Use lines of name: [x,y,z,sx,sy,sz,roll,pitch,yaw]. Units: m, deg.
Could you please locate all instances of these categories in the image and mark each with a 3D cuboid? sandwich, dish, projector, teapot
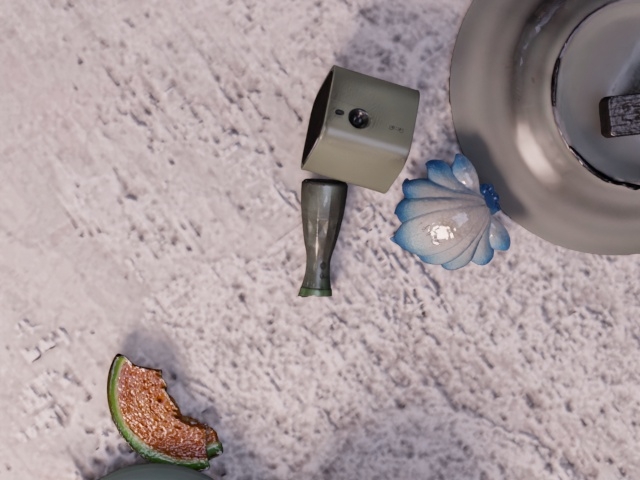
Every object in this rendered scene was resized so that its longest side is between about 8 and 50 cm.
sandwich: [-0.150,0.160,1.752,0.067,0.029,0.135,-40,101,-2]
dish: [0.278,-0.137,1.755,0.316,0.106,0.316,-1,95,-9]
projector: [0.035,-0.098,1.725,0.082,0.083,0.083,16,62,-10]
teapot: [0.000,0.000,1.758,0.043,0.043,0.110,3,98,-9]

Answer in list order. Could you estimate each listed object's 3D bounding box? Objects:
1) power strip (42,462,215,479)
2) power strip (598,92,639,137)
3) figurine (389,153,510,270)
power strip: [-0.155,0.264,1.741,0.216,0.044,0.137,16,107,-10]
power strip: [0.300,-0.113,1.693,0.111,0.029,0.038,-7,93,-8]
figurine: [0.111,-0.018,1.763,0.114,0.079,0.114,9,123,14]
